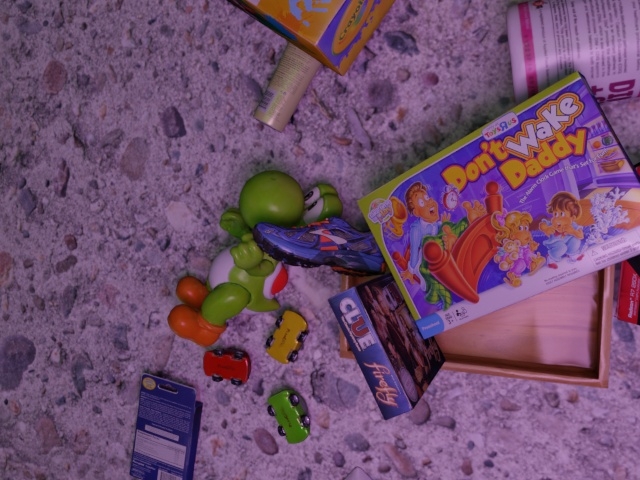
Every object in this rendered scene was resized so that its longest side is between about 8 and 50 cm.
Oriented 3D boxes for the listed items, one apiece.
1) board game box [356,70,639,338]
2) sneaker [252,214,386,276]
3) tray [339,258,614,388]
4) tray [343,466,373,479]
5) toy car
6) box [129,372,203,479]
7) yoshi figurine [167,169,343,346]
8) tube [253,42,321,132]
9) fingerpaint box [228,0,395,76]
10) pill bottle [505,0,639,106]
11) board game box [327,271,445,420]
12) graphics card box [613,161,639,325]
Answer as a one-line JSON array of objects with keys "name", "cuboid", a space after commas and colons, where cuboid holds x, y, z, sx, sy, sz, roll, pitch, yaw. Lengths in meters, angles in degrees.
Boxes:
[{"name": "board game box", "cuboid": [0.250, -0.035, 0.792, 0.347, 0.078, 0.233, -30, 82, 31]}, {"name": "sneaker", "cuboid": [0.000, 0.000, 0.894, 0.221, 0.083, 0.087, 12, 75, -20]}, {"name": "tray", "cuboid": [0.238, 0.105, 0.920, 0.411, 0.076, 0.202, 2, 93, 20]}, {"name": "tray", "cuboid": [0.117, 0.551, 1.011, 0.270, 0.030, 0.145, 42, 105, 14]}, {"name": "toy car", "cuboid": [-0.082, 0.266, 1.059, 0.239, 0.053, 0.224, -30, 83, 20]}, {"name": "box", "cuboid": [-0.314, 0.389, 1.161, 0.137, 0.036, 0.225, 11, 98, 19]}, {"name": "yoshi figurine", "cuboid": [-0.133, 0.009, 0.995, 0.362, 0.203, 0.203, -42, 72, 15]}, {"name": "tube", "cuboid": [-0.038, -0.311, 1.014, 0.070, 0.062, 0.240, 24, 98, -27]}, {"name": "fingerpaint box", "cuboid": [0.005, -0.560, 0.910, 0.371, 0.163, 0.444, 37, 98, 15]}, {"name": "pill bottle", "cuboid": [0.412, -0.275, 0.787, 0.283, 0.160, 0.160, -6, 90, 21]}, {"name": "board game box", "cuboid": [0.103, 0.132, 0.803, 0.042, 0.243, 0.165, -29, 83, 20]}, {"name": "graphics card box", "cuboid": [0.565, 0.035, 0.671, 0.371, 0.094, 0.232, 18, 120, 47]}]
